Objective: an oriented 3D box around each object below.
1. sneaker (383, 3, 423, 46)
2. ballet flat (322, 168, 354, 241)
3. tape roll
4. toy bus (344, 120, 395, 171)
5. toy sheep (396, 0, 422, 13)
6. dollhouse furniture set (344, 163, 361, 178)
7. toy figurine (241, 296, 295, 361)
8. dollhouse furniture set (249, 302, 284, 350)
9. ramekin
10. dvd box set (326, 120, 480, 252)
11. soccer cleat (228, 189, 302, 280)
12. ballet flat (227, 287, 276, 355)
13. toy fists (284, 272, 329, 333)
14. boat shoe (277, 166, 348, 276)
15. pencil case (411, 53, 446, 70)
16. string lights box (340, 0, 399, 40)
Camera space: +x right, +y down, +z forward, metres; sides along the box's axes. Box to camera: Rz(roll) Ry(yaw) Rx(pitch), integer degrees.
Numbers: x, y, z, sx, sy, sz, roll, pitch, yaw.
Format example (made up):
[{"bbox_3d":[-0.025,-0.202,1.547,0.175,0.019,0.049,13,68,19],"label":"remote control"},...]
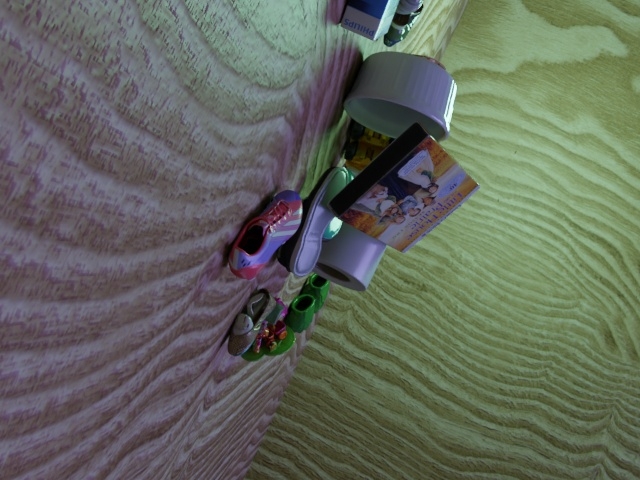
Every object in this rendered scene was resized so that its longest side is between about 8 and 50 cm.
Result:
[{"bbox_3d":[0.215,-0.583,1.716,0.192,0.064,0.086,-57,177,-45],"label":"sneaker"},{"bbox_3d":[0.022,-0.090,1.815,0.096,0.095,0.280,-22,-148,42],"label":"ballet flat"},{"bbox_3d":[0.065,0.025,1.942,0.246,0.246,0.169,87,29,-75],"label":"tape roll"},{"bbox_3d":[0.167,-0.342,1.931,0.220,0.149,0.211,109,-6,-54],"label":"toy bus"},{"bbox_3d":[0.207,-0.586,1.524,0.091,0.091,0.132,-65,-163,2],"label":"toy sheep"},{"bbox_3d":[0.172,-0.209,2.139,0.129,0.183,0.129,-59,171,-37],"label":"dollhouse furniture set"},{"bbox_3d":[-0.151,0.228,1.757,0.173,0.130,0.159,-29,138,-33],"label":"toy figurine"},{"bbox_3d":[-0.156,0.204,1.641,0.152,0.076,0.058,-60,172,-27],"label":"dollhouse furniture set"},{"bbox_3d":[0.208,-0.359,1.608,0.277,0.277,0.135,58,50,-81],"label":"ramekin"},{"bbox_3d":[0.238,-0.122,1.713,0.307,0.062,0.420,-42,150,14],"label":"dvd box set"},{"bbox_3d":[-0.102,-0.027,1.267,0.248,0.083,0.095,-56,164,-36],"label":"soccer cleat"},{"bbox_3d":[-0.176,0.192,1.569,0.206,0.073,0.067,-60,145,-47],"label":"ballet flat"},{"bbox_3d":[-0.049,0.242,2.446,0.279,0.096,0.142,-54,157,-49],"label":"toy fists"},{"bbox_3d":[-0.027,-0.059,1.643,0.114,0.091,0.302,22,95,-50],"label":"boat shoe"},{"bbox_3d":[0.340,-0.515,2.431,0.160,0.167,0.386,-13,136,-38],"label":"pencil case"},{"bbox_3d":[0.129,-0.527,1.217,0.133,0.076,0.260,-54,168,-59],"label":"string lights box"}]
